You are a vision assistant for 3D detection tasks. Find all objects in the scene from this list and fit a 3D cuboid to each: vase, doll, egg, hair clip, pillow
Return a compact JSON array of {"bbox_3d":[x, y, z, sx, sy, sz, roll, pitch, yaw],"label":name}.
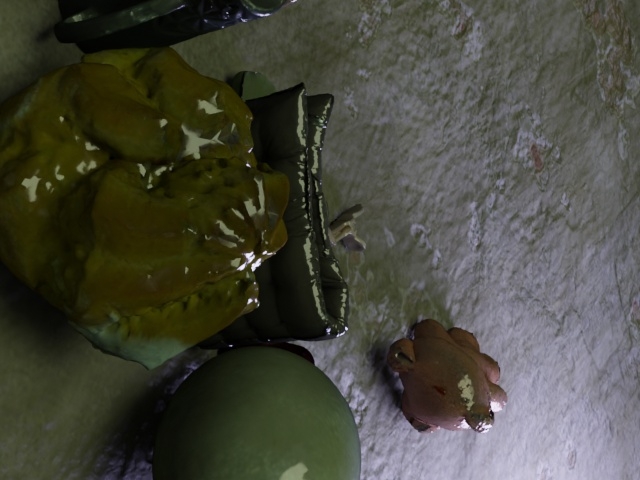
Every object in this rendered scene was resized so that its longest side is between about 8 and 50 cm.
[{"bbox_3d":[-0.180,-0.297,1.784,0.251,0.301,0.156,-39,117,-41],"label":"vase"},{"bbox_3d":[0.204,0.230,2.418,0.201,0.156,0.303,43,13,10],"label":"doll"},{"bbox_3d":[-0.078,0.269,1.841,0.352,0.258,0.258,-97,166,-67],"label":"egg"},{"bbox_3d":[0.000,0.000,2.214,0.226,0.034,0.072,-18,101,-54],"label":"hair clip"},{"bbox_3d":[-0.085,-0.028,1.923,0.101,0.228,0.326,-1,85,-61],"label":"pillow"}]

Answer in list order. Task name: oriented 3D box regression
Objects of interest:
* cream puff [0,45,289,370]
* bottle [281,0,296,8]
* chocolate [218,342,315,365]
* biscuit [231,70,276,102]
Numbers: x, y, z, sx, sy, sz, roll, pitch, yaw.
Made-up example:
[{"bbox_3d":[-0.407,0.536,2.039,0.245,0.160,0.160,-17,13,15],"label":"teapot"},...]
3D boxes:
[{"bbox_3d":[-0.185,-0.049,1.708,0.378,0.275,0.378,6,82,-43],"label":"cream puff"},{"bbox_3d":[-0.077,-0.408,2.117,0.152,0.099,0.099,62,40,-23],"label":"bottle"},{"bbox_3d":[-0.066,0.187,2.050,0.149,0.080,0.125,25,64,-53],"label":"chocolate"},{"bbox_3d":[-0.104,-0.079,2.071,0.099,0.038,0.322,23,66,-56],"label":"biscuit"}]
